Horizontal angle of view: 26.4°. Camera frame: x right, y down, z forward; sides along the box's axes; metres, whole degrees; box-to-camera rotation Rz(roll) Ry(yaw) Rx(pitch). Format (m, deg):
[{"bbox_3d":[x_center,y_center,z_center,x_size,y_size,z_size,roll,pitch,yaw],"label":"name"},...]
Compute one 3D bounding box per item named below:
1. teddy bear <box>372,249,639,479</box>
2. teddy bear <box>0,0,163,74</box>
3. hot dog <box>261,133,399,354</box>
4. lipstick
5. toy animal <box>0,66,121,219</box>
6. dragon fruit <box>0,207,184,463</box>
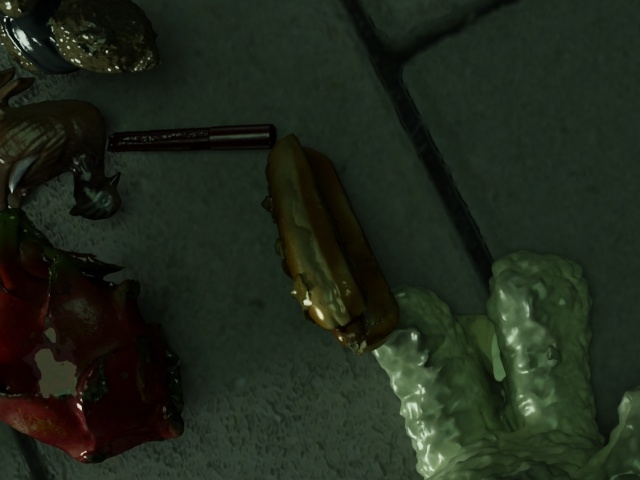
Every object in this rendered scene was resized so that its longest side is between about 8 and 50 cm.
[{"bbox_3d":[0.158,0.192,1.122,0.327,0.362,0.375,-15,83,9],"label":"teddy bear"},{"bbox_3d":[-0.264,-0.225,1.357,0.251,0.182,0.129,34,121,33],"label":"teddy bear"},{"bbox_3d":[0.000,0.000,1.274,0.072,0.109,0.269,-38,45,17],"label":"hot dog"},{"bbox_3d":[-0.133,-0.103,1.381,0.176,0.027,0.027,-1,84,13],"label":"lipstick"},{"bbox_3d":[-0.299,-0.075,1.385,0.188,0.089,0.179,-31,86,7],"label":"toy animal"},{"bbox_3d":[-0.235,0.087,1.319,0.200,0.198,0.269,1,61,-19],"label":"dragon fruit"}]
